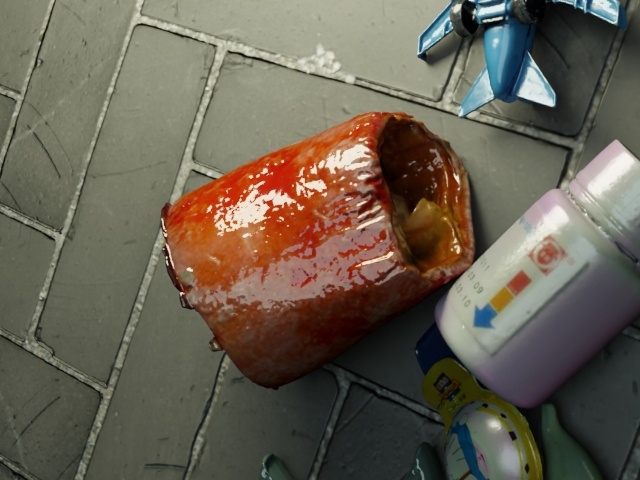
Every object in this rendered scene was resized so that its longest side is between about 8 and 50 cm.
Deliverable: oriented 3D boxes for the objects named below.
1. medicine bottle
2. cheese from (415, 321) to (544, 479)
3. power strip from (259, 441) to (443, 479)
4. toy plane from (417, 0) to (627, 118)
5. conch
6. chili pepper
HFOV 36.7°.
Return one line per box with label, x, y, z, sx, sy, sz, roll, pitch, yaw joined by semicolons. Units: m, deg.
medicine bottle;0.246;0.034;0.954;0.254;0.152;0.152;-47;65;15
cheese;0.163;0.201;1.020;0.157;0.064;0.250;-59;45;43
power strip;0.047;0.314;1.088;0.253;0.054;0.168;-8;83;28
toy plane;0.207;-0.271;1.042;0.254;0.105;0.271;-1;88;43
conch;0.256;0.256;0.981;0.065;0.088;0.180;-11;66;-17
chili pepper;0.000;0.000;1.050;0.305;0.229;0.251;-30;35;23
